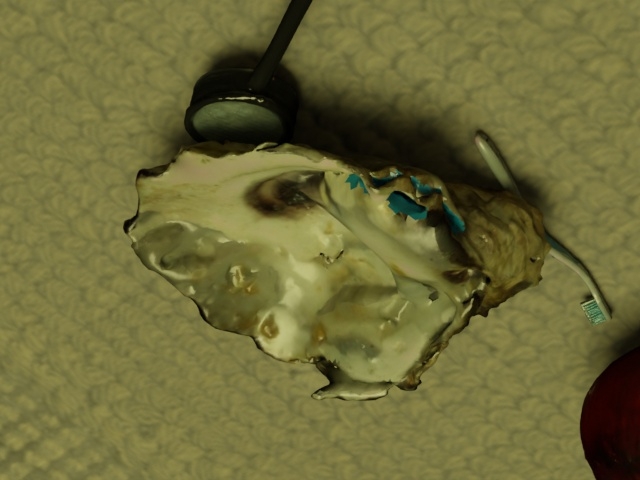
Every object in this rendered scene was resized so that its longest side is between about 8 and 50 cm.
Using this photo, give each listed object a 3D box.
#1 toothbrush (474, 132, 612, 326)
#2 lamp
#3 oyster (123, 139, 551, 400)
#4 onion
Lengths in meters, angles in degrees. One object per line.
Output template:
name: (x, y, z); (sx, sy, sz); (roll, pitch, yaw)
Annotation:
toothbrush: (0.139, -0.007, 1.211); (0.017, 0.014, 0.162); (-29, 118, 13)
lamp: (0.003, -0.189, 1.079); (0.130, 0.108, 0.371); (6, 147, -4)
oyster: (0.000, 0.000, 1.206); (0.223, 0.083, 0.214); (39, 132, -15)
onion: (0.228, 0.125, 1.224); (0.131, 0.131, 0.131); (8, 131, 10)
